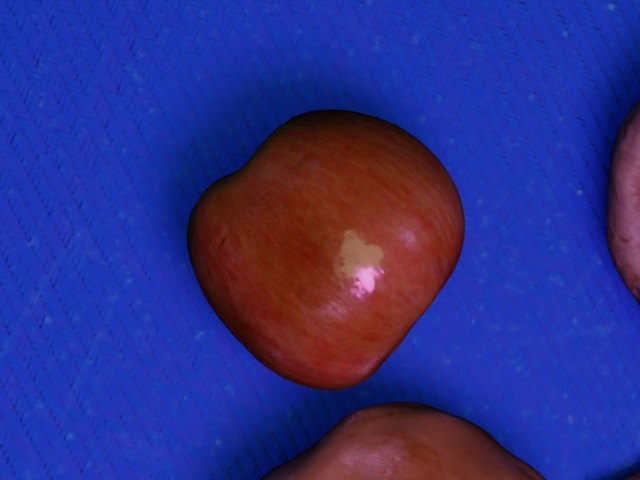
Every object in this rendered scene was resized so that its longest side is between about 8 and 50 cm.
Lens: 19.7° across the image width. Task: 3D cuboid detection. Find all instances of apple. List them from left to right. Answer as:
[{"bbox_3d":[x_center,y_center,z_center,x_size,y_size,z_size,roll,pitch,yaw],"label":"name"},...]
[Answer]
[{"bbox_3d":[0.000,0.000,1.740,0.264,0.264,0.264,0,91,-6],"label":"apple"}]

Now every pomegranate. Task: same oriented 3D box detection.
[{"bbox_3d":[0.076,0.317,1.725,0.332,0.332,0.332,0,91,-6],"label":"pomegranate"}]

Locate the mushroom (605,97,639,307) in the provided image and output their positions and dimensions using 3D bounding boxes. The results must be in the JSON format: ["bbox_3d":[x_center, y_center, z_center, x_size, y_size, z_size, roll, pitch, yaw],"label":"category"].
[{"bbox_3d":[0.434,-0.031,1.756,0.352,0.260,0.352,5,102,25],"label":"mushroom"}]

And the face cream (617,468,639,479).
[{"bbox_3d":[0.435,0.234,1.881,0.341,0.084,0.137,-21,83,-12],"label":"face cream"}]
